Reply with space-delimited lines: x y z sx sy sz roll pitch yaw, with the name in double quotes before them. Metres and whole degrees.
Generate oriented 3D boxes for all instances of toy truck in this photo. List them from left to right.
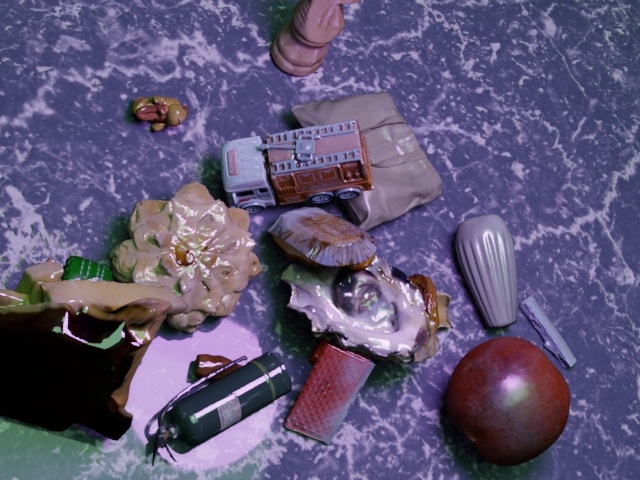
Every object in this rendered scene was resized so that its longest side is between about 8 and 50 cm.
"toy truck" -0.053 -0.154 1.911 0.305 0.162 0.136 -9 72 4

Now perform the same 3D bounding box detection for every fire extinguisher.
"fire extinguisher" -0.197 0.308 1.747 0.294 0.093 0.118 -26 106 -29

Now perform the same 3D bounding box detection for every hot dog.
"hot dog" 0.000 0.000 1.881 0.162 0.270 0.082 -10 112 -26
"hot dog" 0.203 0.139 2.002 0.099 0.065 0.147 -10 69 20

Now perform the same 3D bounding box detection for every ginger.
"ginger" -0.438 0.161 1.595 0.413 0.358 0.211 3 49 6

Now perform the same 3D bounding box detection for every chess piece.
"chess piece" -0.003 -0.489 2.051 0.137 0.301 0.137 9 63 -19

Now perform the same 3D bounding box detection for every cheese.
"cheese" 0.256 0.147 2.042 0.060 0.041 0.084 5 86 -14

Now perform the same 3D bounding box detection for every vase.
"vase" 0.376 0.071 2.085 0.128 0.128 0.248 -7 80 -26

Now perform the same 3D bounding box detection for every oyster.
"oyster" 0.081 0.138 1.877 0.351 0.115 0.238 28 51 -2

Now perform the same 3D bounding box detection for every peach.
"peach" 0.375 0.327 1.909 0.252 0.252 0.252 9 65 -20

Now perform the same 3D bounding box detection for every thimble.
"thimble" -0.438 0.098 1.718 0.090 0.118 0.130 21 87 -18

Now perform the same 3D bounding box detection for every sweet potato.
"sweet potato" -0.190 0.243 1.809 0.117 0.049 0.049 8 65 -32

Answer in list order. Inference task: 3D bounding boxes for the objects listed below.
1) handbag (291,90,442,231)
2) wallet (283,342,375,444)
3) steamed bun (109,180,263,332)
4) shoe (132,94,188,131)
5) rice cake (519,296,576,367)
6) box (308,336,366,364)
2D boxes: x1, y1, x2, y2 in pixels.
"handbag" 0.104 -0.187 2.081 0.253 0.109 0.316 -22 76 -30
"wallet" 0.015 0.295 1.808 0.103 0.196 0.020 23 19 -11
"steamed bun" -0.241 0.024 1.800 0.295 0.137 0.292 15 75 -16
"shoe" -0.332 -0.261 1.945 0.109 0.072 0.069 22 23 -19
"rice cake" 0.512 0.209 2.132 0.042 0.030 0.180 -30 83 -36
"box" 0.054 0.207 1.927 0.100 0.048 0.152 33 61 -5
